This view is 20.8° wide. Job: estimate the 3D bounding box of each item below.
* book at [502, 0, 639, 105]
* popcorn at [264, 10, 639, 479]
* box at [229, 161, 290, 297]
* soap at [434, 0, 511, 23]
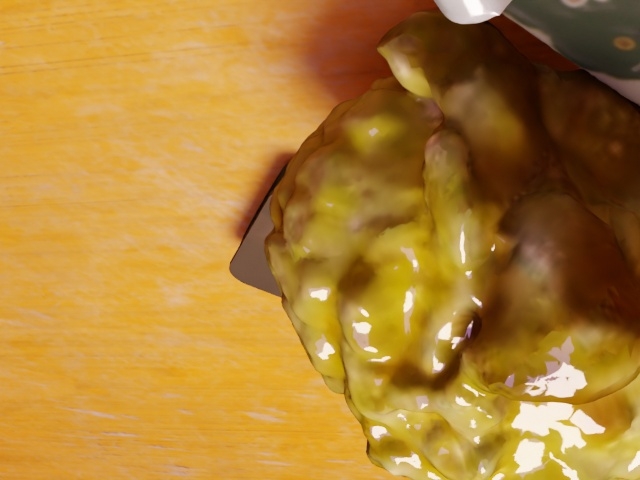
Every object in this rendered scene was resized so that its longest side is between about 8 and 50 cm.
[{"bbox_3d":[0.098,-0.199,0.709,0.371,0.043,0.260,30,145,-21],"label":"book"},{"bbox_3d":[0.090,0.005,0.879,0.237,0.206,0.252,38,152,40],"label":"popcorn"},{"bbox_3d":[0.000,0.000,1.077,0.091,0.031,0.126,21,149,-7],"label":"box"},{"bbox_3d":[0.000,-0.214,0.546,0.087,0.160,0.265,-31,131,7],"label":"soap"}]
